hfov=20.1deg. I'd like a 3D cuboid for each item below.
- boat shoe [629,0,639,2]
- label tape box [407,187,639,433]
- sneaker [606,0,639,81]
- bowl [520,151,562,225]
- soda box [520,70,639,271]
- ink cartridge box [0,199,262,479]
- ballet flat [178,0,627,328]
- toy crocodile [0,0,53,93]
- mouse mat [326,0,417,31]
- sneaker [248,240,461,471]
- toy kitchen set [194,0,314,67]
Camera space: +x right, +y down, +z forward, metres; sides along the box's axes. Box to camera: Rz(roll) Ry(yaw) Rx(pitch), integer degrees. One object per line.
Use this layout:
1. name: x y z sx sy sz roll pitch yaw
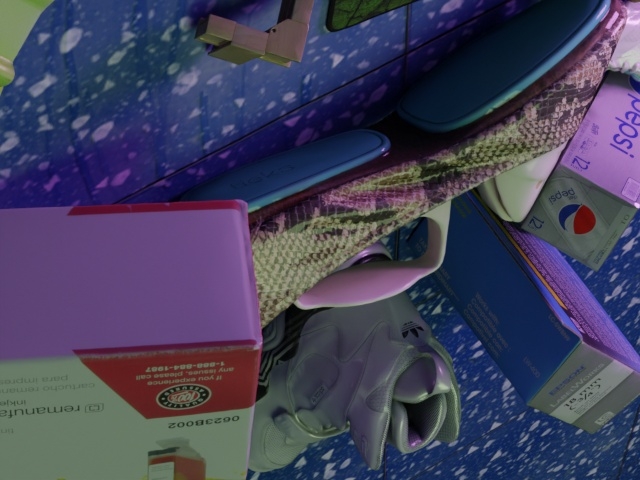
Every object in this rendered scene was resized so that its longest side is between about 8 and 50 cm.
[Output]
1. boat shoe: 0.332 -0.315 1.659 0.089 0.104 0.285 -34 154 -12
2. label tape box: 0.214 0.067 1.969 0.106 0.240 0.334 -41 152 12
3. sneaker: 0.307 -0.192 1.812 0.212 0.094 0.080 -26 -170 -20
4. bowl: 0.274 -0.087 1.996 0.142 0.053 0.142 -22 147 -33
5. soda box: 0.301 -0.097 1.835 0.286 0.091 0.098 -55 174 -48
6. ink cartridge box: -0.204 0.147 1.574 0.279 0.160 0.384 -4 143 -9
7. ballet flat: 0.093 -0.059 1.694 0.483 0.164 0.182 -30 116 -10
8. toy crocodile: -0.317 -0.072 1.270 0.340 0.105 0.115 -41 153 7
9. mouse mat: 0.092 -0.260 1.570 0.190 0.007 0.152 -25 150 -25
10. sneaker: 0.022 0.182 1.951 0.137 0.210 0.365 -14 145 -37
11. toy kitchen set: -0.058 -0.187 1.489 0.083 0.075 0.068 15 172 -19
